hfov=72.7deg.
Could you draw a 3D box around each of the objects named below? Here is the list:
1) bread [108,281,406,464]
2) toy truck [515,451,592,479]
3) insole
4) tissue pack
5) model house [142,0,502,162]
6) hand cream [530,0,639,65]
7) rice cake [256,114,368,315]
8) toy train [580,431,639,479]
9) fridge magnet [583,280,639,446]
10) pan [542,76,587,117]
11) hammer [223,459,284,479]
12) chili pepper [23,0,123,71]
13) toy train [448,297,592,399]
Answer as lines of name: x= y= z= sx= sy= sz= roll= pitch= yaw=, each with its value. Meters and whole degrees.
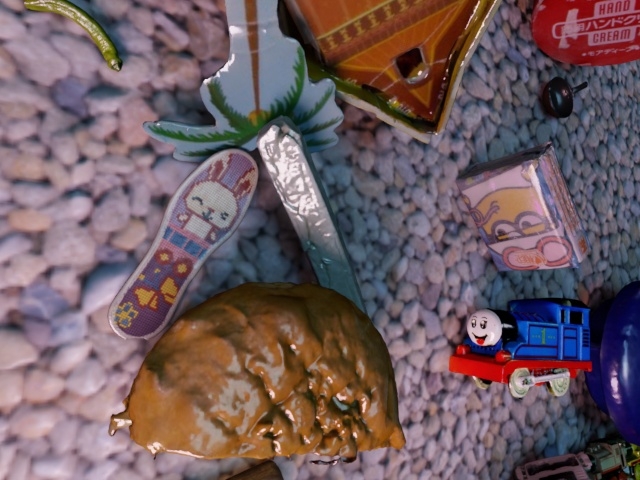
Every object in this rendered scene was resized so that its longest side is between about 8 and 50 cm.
bread: x=-0.044 y=0.106 z=0.373 sx=0.229 sy=0.143 sz=0.139 roll=15 pitch=68 yaw=-32
toy truck: x=0.363 y=0.415 z=0.598 sx=0.242 sy=0.101 sz=0.125 roll=64 pitch=17 yaw=-12
insole: x=-0.119 y=0.000 z=0.385 sx=0.065 sy=0.004 sz=0.197 roll=38 pitch=78 yaw=-29
tissue pack: x=0.267 y=-0.036 z=0.574 sx=0.065 sy=0.116 sz=0.155 roll=-35 pitch=103 yaw=-31
model house: x=-0.014 y=-0.248 z=0.425 sx=0.323 sy=0.341 sz=0.300 roll=51 pitch=21 yaw=-47
hand cream: x=0.439 y=-0.388 z=0.644 sx=0.231 sy=0.230 sz=0.149 roll=20 pitch=76 yaw=-28
rice cake: x=0.000 y=0.000 z=0.416 sx=0.042 sy=0.045 sz=0.245 roll=-20 pitch=118 yaw=5
toy train: x=0.496 y=0.364 z=0.719 sx=0.250 sy=0.053 sz=0.084 roll=2 pitch=77 yaw=-30
fridge magnet: x=0.528 y=0.198 z=0.714 sx=0.266 sy=0.113 sz=0.265 roll=2 pitch=86 yaw=-30
pan: x=0.407 y=-0.243 z=0.726 sx=0.115 sy=0.023 sz=0.068 roll=-28 pitch=100 yaw=-27
hammer: x=-0.223 y=0.261 z=0.300 sx=0.441 sy=0.044 sz=0.168 roll=-10 pitch=91 yaw=-31
chili pepper: x=-0.200 y=-0.176 z=0.362 sx=0.083 sy=0.017 sz=0.030 roll=42 pitch=68 yaw=-22
toy train: x=0.273 y=0.138 z=0.585 sx=0.204 sy=0.083 sz=0.130 roll=10 pitch=81 yaw=-32
